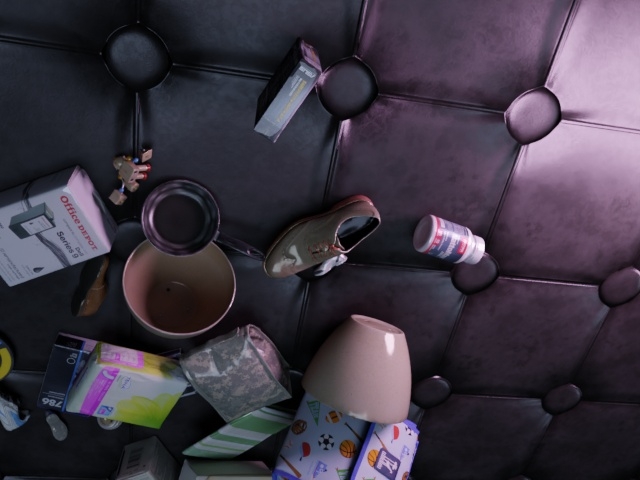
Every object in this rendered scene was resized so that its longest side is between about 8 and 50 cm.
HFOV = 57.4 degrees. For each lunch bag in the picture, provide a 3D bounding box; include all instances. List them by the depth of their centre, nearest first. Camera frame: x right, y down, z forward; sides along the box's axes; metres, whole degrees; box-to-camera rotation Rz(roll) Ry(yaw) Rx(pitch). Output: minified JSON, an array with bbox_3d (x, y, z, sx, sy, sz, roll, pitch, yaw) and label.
[{"bbox_3d":[-0.254,0.379,1.760,0.235,0.169,0.287,-24,126,9],"label":"lunch bag"},{"bbox_3d":[0.083,0.652,1.782,0.385,0.328,0.239,22,147,8],"label":"lunch bag"}]

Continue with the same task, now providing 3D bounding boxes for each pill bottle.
[{"bbox_3d":[0.362,0.003,1.639,0.180,0.108,0.108,17,118,-17],"label":"pill bottle"}]

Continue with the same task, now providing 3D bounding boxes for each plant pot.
[{"bbox_3d":[-0.388,0.142,1.567,0.284,0.284,0.191,15,151,-15],"label":"plant pot"}]

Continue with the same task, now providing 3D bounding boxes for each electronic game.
[{"bbox_3d":[-1.019,0.338,1.713,0.229,0.048,0.229,-3,122,-5],"label":"electronic game"}]

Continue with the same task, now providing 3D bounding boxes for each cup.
[{"bbox_3d":[0.134,0.360,1.739,0.330,0.331,0.237,17,93,-16],"label":"cup"}]

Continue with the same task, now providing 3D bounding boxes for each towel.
[{"bbox_3d":[-0.257,0.636,1.942,0.324,0.038,0.248,-35,144,15],"label":"towel"}]

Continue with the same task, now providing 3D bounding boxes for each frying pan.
[{"bbox_3d":[-0.300,-0.052,1.529,0.326,0.053,0.197,4,86,-20],"label":"frying pan"}]

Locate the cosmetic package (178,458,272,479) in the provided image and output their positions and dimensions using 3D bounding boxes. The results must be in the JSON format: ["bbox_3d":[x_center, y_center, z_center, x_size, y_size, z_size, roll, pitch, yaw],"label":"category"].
[{"bbox_3d":[-0.327,0.847,1.994,0.309,0.113,0.160,16,93,-36],"label":"cosmetic package"}]

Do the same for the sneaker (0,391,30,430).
[{"bbox_3d":[-0.978,0.494,1.790,0.086,0.085,0.237,-37,140,-24],"label":"sneaker"}]

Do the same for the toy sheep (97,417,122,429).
[{"bbox_3d":[-0.665,0.555,1.857,0.091,0.132,0.091,0,80,2],"label":"toy sheep"}]

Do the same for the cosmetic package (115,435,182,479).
[{"bbox_3d":[-0.562,0.835,2.013,0.129,0.153,0.296,-20,120,8],"label":"cosmetic package"}]

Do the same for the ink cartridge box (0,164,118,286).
[{"bbox_3d":[-0.699,-0.037,1.478,0.289,0.122,0.211,-19,122,4],"label":"ink cartridge box"}]

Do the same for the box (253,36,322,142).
[{"bbox_3d":[-0.074,-0.341,1.303,0.056,0.231,0.183,30,113,-19],"label":"box"}]

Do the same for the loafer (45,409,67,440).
[{"bbox_3d":[-0.860,0.597,1.902,0.045,0.039,0.125,-28,130,-29],"label":"loafer"}]

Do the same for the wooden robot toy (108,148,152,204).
[{"bbox_3d":[-0.486,-0.178,1.466,0.079,0.076,0.173,40,114,12],"label":"wooden robot toy"}]

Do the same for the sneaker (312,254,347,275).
[{"bbox_3d":[0.021,0.062,1.680,0.109,0.040,0.044,-33,103,9],"label":"sneaker"}]

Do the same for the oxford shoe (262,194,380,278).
[{"bbox_3d":[0.000,0.000,1.549,0.348,0.130,0.123,-34,115,1],"label":"oxford shoe"}]

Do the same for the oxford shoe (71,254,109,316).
[{"bbox_3d":[-0.625,0.120,1.628,0.076,0.076,0.212,6,123,-45],"label":"oxford shoe"}]

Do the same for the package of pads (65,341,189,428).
[{"bbox_3d":[-0.566,0.432,1.741,0.296,0.101,0.229,23,116,-30],"label":"package of pads"}]

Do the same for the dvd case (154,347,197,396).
[{"bbox_3d":[-0.522,0.441,1.846,0.238,0.030,0.179,-15,122,3],"label":"dvd case"}]

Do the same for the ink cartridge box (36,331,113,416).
[{"bbox_3d":[-0.762,0.439,1.798,0.165,0.065,0.333,17,119,-17],"label":"ink cartridge box"}]
